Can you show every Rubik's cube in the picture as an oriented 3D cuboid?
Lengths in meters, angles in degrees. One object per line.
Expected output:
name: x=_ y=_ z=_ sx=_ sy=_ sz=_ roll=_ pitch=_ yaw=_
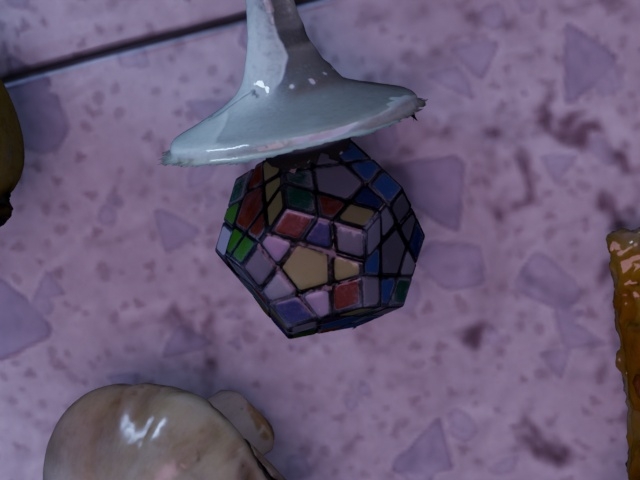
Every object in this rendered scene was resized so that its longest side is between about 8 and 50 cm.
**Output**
Rubik's cube: x=0.000 y=0.000 z=0.729 sx=0.093 sy=0.111 sz=0.111 roll=9 pitch=107 yaw=31

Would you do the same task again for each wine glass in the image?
wine glass: x=-0.042 y=-0.196 z=0.666 sx=0.143 sy=0.143 sz=0.321 roll=-8 pitch=102 yaw=12

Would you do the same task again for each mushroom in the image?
mushroom: x=-0.079 y=0.140 z=0.774 sx=0.154 sy=0.122 sz=0.154 roll=23 pitch=144 yaw=18

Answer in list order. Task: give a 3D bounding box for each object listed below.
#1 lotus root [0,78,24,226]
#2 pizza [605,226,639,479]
lotus root: x=-0.278 y=-0.097 z=0.729 sx=0.154 sy=0.154 sz=0.278 roll=-44 pitch=89 yaw=17
pizza: x=0.262 y=0.019 z=0.695 sx=0.365 sy=0.074 sz=0.182 roll=-42 pitch=90 yaw=18
